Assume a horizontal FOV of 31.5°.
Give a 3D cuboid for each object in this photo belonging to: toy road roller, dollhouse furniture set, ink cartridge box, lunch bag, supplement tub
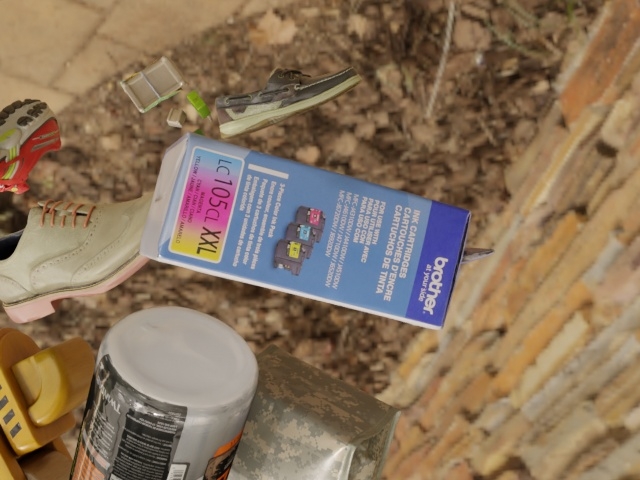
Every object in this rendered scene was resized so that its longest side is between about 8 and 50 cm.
[{"bbox_3d":[-0.482,0.304,1.918,0.240,0.329,0.202,-26,179,13],"label":"toy road roller"},{"bbox_3d":[-0.192,-0.168,1.500,0.076,0.151,0.058,-35,154,-6],"label":"dollhouse furniture set"},{"bbox_3d":[0.000,0.000,1.349,0.395,0.151,0.270,16,177,-13],"label":"ink cartridge box"},{"bbox_3d":[-0.039,0.338,1.660,0.235,0.169,0.287,24,115,23],"label":"lunch bag"},{"bbox_3d":[-0.216,0.273,1.497,0.207,0.207,0.338,7,124,-18],"label":"supplement tub"}]

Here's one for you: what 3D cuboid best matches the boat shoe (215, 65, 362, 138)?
[{"bbox_3d":[-0.052,-0.209,1.605,0.223,0.073,0.080,-19,-174,21],"label":"boat shoe"}]

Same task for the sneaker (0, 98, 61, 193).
[{"bbox_3d":[-0.527,-0.113,1.851,0.107,0.279,0.118,21,143,39],"label":"sneaker"}]

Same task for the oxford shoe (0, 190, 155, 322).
[{"bbox_3d":[-0.369,0.000,1.715,0.397,0.140,0.146,-26,114,25],"label":"oxford shoe"}]
